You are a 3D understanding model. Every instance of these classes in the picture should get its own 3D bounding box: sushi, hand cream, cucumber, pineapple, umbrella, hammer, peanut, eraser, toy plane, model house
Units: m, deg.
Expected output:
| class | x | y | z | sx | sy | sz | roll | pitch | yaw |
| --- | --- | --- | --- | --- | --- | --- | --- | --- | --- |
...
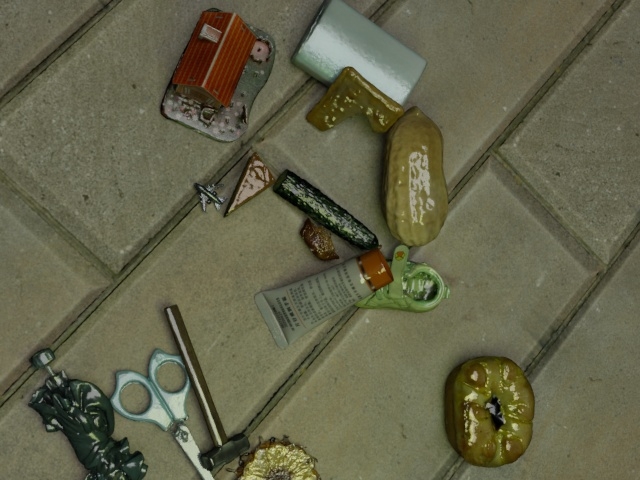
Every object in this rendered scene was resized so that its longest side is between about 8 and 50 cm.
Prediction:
| class | x | y | z | sx | sy | sz | roll | pitch | yaw |
| --- | --- | --- | --- | --- | --- | --- | --- | --- | --- |
| sushi | 0.000 | 0.001 | 1.997 | 0.060 | 0.061 | 0.118 | -37 | 104 | 10 |
| hand cream | 0.013 | 0.128 | 1.939 | 0.314 | 0.089 | 0.140 | -24 | 92 | 8 |
| cucumber | 0.021 | -0.061 | 2.010 | 0.293 | 0.067 | 0.068 | 35 | 75 | -12 |
| pineapple | -0.101 | 0.539 | 1.916 | 0.221 | 0.047 | 0.221 | 2 | 84 | -15 |
| umbrella | -0.501 | 0.381 | 1.789 | 0.143 | 0.094 | 0.349 | -31 | 91 | -22 |
| hammer | -0.263 | 0.314 | 1.873 | 0.111 | 0.043 | 0.366 | -20 | 90 | -41 |
| peanut | 0.225 | -0.155 | 2.021 | 0.174 | 0.158 | 0.340 | 1 | 88 | -48 |
| eraser | 0.092 | -0.433 | 2.050 | 0.290 | 0.104 | 0.189 | 33 | 78 | -11 |
| toy plane | -0.255 | -0.104 | 1.947 | 0.083 | 0.031 | 0.079 | 35 | 75 | -11 |
| model house | -0.214 | -0.390 | 1.929 | 0.207 | 0.154 | 0.294 | 24 | 77 | -12 |

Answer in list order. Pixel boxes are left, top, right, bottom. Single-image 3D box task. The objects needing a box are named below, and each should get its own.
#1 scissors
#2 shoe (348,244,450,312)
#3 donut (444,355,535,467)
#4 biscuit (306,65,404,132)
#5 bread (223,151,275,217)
| class | x | y | z | sx | sy | sz | roll | pitch | yaw |
| --- | --- | --- | --- | --- | --- | --- | --- | --- | --- |
| scissors | -0.310 | 0.416 | 1.872 | 0.191 | 0.029 | 0.360 | -31 | 93 | -21 |
| shoe | 0.181 | 0.094 | 2.021 | 0.262 | 0.128 | 0.140 | 14 | 66 | -17 |
| donut | 0.401 | 0.406 | 2.038 | 0.208 | 0.128 | 0.262 | 8 | 82 | -17 |
| biscuit | 0.084 | -0.302 | 2.017 | 0.183 | 0.039 | 0.174 | 32 | 120 | -10 |
| bread | -0.184 | -0.126 | 1.950 | 0.139 | 0.074 | 0.084 | -37 | 95 | -15 |
